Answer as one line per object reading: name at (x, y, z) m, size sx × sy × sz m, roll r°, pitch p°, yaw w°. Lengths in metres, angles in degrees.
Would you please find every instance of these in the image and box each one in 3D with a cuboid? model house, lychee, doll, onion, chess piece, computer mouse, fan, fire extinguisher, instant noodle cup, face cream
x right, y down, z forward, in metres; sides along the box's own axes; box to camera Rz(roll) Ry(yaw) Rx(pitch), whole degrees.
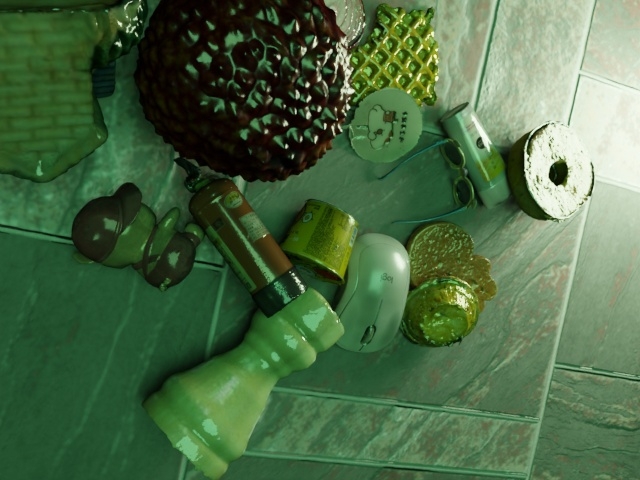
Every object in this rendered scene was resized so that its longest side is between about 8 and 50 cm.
model house at (-0.508, -0.342, 1.234) m, size 0.395 × 0.445 × 0.400 m, roll -8°, pitch 137°, yaw -24°
lychee at (-0.160, -0.344, 1.335) m, size 0.424 × 0.424 × 0.500 m, roll -43°, pitch 109°, yaw -11°
doll at (-0.384, -0.007, 1.427) m, size 0.255 × 0.152 × 0.196 m, roll 27°, pitch 85°, yaw -20°
onion at (0.028, -0.533, 1.538) m, size 0.195 × 0.140 × 0.218 m, roll 42°, pitch 80°, yaw -22°
chess piece at (-0.154, 0.292, 1.515) m, size 0.442 × 0.234 × 0.234 m, roll -43°, pitch 107°, yaw -16°
computer mouse at (0.130, 0.132, 1.649) m, size 0.184 × 0.121 × 0.297 m, roll 15°, pitch 88°, yaw -22°
fan at (0.091, -0.272, 1.627) m, size 0.329 × 0.009 × 0.191 m, roll -4°, pitch 120°, yaw -14°
fire extinguisher at (-0.180, -0.017, 1.461) m, size 0.113 × 0.200 × 0.376 m, roll -36°, pitch 92°, yaw -8°
instant noodle cup at (0.000, 0.000, 1.566) m, size 0.182 × 0.182 × 0.144 m, roll 31°, pitch 75°, yaw -20°
face cream at (0.405, -0.216, 1.741) m, size 0.107 × 0.073 × 0.269 m, roll -36°, pitch 107°, yaw -13°

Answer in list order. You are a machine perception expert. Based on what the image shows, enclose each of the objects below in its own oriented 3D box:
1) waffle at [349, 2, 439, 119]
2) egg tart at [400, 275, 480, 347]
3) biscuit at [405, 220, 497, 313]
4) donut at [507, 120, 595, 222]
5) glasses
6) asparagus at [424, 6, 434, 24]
waffle at (0.168, -0.425, 1.636) m, size 0.291 × 0.051 × 0.291 m, roll -3°, pitch 100°, yaw -18°
egg tart at (0.302, 0.189, 1.708) m, size 0.212 × 0.090 × 0.213 m, roll -2°, pitch 110°, yaw -5°
biscuit at (0.336, 0.075, 1.756) m, size 0.288 × 0.044 × 0.202 m, roll 37°, pitch 88°, yaw -21°
donut at (0.584, -0.171, 1.768) m, size 0.272 × 0.107 × 0.272 m, roll 7°, pitch 77°, yaw -31°
glasses at (0.263, -0.142, 1.716) m, size 0.220 × 0.088 × 0.190 m, roll -18°, pitch 103°, yaw 3°
asparagus at (0.256, -0.532, 1.683) m, size 0.025 × 0.021 × 0.108 m, roll 26°, pitch 86°, yaw -19°
